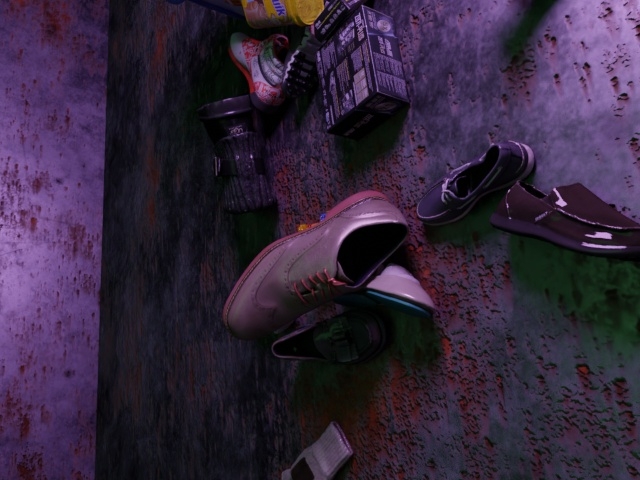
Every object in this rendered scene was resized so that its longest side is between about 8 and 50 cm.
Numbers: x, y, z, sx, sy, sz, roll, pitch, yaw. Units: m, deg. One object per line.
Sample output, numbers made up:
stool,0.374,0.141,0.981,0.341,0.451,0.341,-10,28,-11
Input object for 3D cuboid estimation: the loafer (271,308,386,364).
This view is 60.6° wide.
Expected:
loafer,0.007,0.187,0.987,0.267,0.084,0.096,-25,77,53

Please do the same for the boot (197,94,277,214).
boot,-0.201,-0.203,1.314,0.348,0.131,0.260,-122,16,-74

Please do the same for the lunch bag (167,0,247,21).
lunch bag,-0.223,-0.664,1.196,0.328,0.386,0.238,-6,79,53

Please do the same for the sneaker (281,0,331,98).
sneaker,-0.035,-0.418,1.164,0.106,0.078,0.234,37,111,53

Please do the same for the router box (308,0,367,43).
router box,0.041,-0.432,1.029,0.038,0.122,0.092,46,135,-8

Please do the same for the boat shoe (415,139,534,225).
boat shoe,0.202,-0.083,0.789,0.206,0.065,0.075,-32,59,47

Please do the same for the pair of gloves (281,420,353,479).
pair of gloves,0.016,0.477,0.975,0.204,0.042,0.240,-56,45,33

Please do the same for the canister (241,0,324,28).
canister,-0.083,-0.487,1.084,0.170,0.073,0.126,16,129,44

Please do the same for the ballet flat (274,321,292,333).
ballet flat,-0.099,0.175,1.186,0.168,0.057,0.052,2,114,58

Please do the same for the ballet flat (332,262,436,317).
ballet flat,0.099,0.072,0.903,0.248,0.086,0.086,-1,84,55

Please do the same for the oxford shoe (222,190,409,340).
oxford shoe,-0.013,0.050,0.877,0.348,0.123,0.130,-41,23,2

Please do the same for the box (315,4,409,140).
box,0.071,-0.298,0.992,0.147,0.078,0.180,-30,61,48

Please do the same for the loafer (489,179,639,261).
loafer,0.294,-0.030,0.640,0.220,0.080,0.078,23,103,53

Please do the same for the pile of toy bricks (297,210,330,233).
pile of toy bricks,0.000,0.000,1.019,0.212,0.105,0.118,-9,77,53

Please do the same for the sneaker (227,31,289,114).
sneaker,-0.129,-0.437,1.284,0.145,0.090,0.270,-48,52,37
